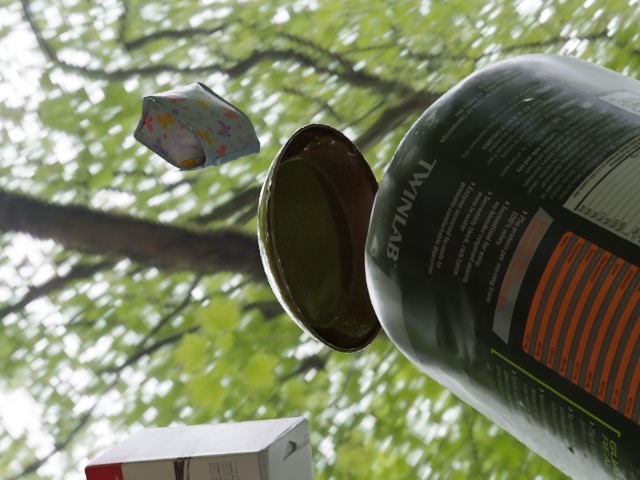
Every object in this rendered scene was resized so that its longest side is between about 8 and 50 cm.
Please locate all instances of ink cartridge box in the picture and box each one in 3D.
[{"bbox_3d":[-0.091,0.185,1.301,0.150,0.109,0.063,-6,-83,20],"label":"ink cartridge box"}]

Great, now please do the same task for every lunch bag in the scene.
[{"bbox_3d":[-0.101,-0.087,1.369,0.083,0.071,0.053,34,-56,25],"label":"lunch bag"}]

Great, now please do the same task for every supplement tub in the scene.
[{"bbox_3d":[0.192,0.042,0.850,0.338,0.207,0.207,34,-56,50],"label":"supplement tub"}]

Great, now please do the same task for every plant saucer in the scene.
[{"bbox_3d":[0.000,0.000,1.419,0.036,0.198,0.198,-11,-76,30],"label":"plant saucer"}]
